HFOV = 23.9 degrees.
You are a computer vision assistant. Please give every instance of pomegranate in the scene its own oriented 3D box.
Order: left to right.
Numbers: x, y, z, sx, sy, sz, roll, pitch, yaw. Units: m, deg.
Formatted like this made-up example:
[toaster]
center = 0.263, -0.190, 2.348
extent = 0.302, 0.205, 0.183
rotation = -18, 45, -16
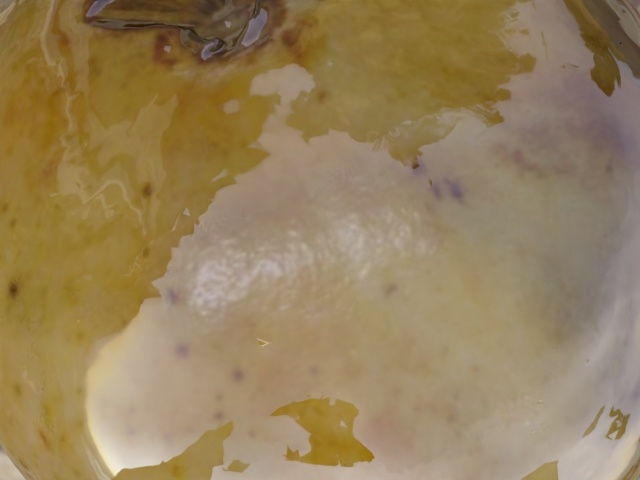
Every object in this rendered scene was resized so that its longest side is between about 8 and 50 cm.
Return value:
[pomegranate]
center = 0.000, 0.000, 0.649
extent = 0.332, 0.332, 0.332
rotation = -16, 119, -31

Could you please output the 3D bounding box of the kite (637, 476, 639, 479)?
[kite]
center = 0.311, 0.143, 1.376
extent = 0.406, 0.368, 0.014
rotation = -42, 173, -12
